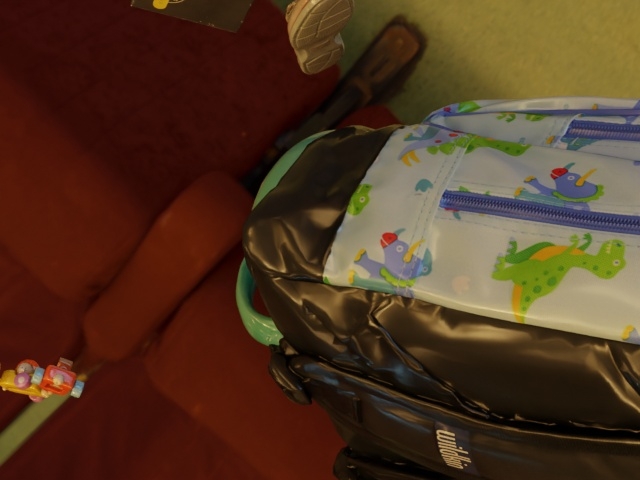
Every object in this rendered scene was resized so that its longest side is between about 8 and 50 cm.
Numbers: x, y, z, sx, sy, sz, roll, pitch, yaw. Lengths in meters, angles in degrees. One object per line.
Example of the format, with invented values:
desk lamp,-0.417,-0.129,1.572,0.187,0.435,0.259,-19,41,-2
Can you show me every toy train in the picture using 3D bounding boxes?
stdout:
toy train,-0.353,0.141,1.206,0.166,0.046,0.125,20,154,-12

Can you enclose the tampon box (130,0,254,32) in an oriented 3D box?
tampon box,-0.097,-0.288,0.913,0.101,0.161,0.120,11,152,-18

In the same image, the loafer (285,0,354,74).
loafer,-0.006,-0.149,0.699,0.045,0.125,0.039,-25,80,-6

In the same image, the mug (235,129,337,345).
mug,0.005,-0.008,0.705,0.097,0.158,0.129,28,111,32

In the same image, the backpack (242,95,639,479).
backpack,0.187,0.056,0.547,0.355,0.273,0.290,17,147,41
